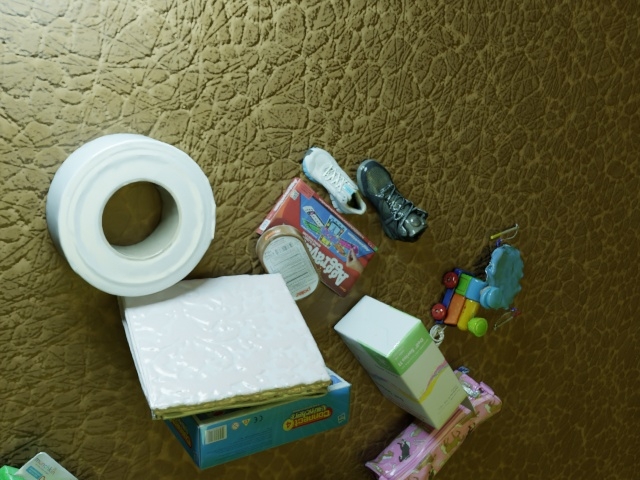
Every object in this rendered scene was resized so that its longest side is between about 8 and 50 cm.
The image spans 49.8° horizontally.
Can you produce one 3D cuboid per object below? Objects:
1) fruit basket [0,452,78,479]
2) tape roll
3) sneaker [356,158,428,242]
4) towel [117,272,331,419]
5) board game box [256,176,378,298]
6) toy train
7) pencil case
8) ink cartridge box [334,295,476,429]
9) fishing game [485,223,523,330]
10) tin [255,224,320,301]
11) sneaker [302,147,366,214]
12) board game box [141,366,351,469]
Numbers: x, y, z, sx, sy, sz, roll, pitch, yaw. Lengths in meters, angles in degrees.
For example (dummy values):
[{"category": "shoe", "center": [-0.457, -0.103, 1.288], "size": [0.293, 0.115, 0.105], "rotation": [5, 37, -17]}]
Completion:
[{"category": "fruit basket", "center": [-0.547, 0.587, 1.286], "size": [0.327, 0.165, 0.353], "rotation": [-43, 138, -15]}, {"category": "tape roll", "center": [-0.336, -0.046, 1.241], "size": [0.286, 0.100, 0.286], "rotation": [-10, 108, -31]}, {"category": "sneaker", "center": [0.170, -0.084, 1.543], "size": [0.087, 0.130, 0.227], "rotation": [-40, 120, -19]}, {"category": "towel", "center": [-0.181, 0.180, 1.268], "size": [0.332, 0.317, 0.053], "rotation": [-3, 129, -25]}, {"category": "board game box", "center": [0.000, 0.000, 1.518], "size": [0.281, 0.027, 0.145], "rotation": [39, 83, -35]}, {"category": "toy train", "center": [0.360, 0.208, 1.744], "size": [0.105, 0.143, 0.248], "rotation": [18, 94, -35]}, {"category": "pencil case", "center": [0.290, 0.509, 1.781], "size": [0.386, 0.160, 0.167], "rotation": [-41, 123, -15]}, {"category": "ink cartridge box", "center": [0.206, 0.310, 1.634], "size": [0.119, 0.207, 0.353], "rotation": [-45, 123, -17]}, {"category": "fishing game", "center": [0.484, 0.100, 1.847], "size": [0.189, 0.041, 0.264], "rotation": [-22, 112, -40]}, {"category": "tin", "center": [-0.067, 0.053, 1.461], "size": [0.106, 0.040, 0.189], "rotation": [-25, 126, 0]}, {"category": "sneaker", "center": [0.039, -0.125, 1.473], "size": [0.071, 0.083, 0.190], "rotation": [-50, 123, -9]}, {"category": "board game box", "center": [-0.151, 0.288, 1.336], "size": [0.308, 0.302, 0.086], "rotation": [-8, 109, -31]}]
